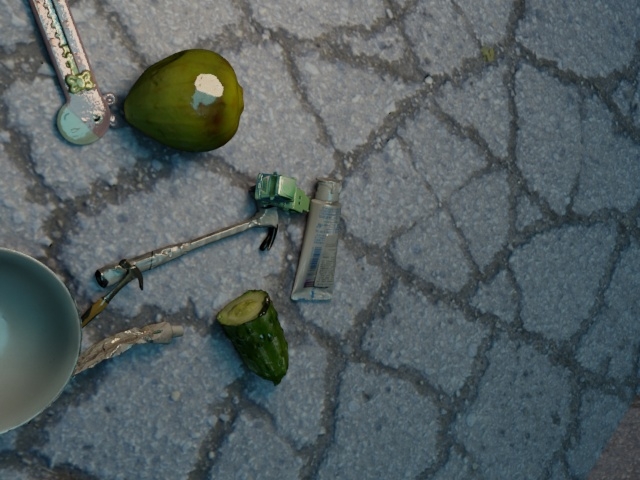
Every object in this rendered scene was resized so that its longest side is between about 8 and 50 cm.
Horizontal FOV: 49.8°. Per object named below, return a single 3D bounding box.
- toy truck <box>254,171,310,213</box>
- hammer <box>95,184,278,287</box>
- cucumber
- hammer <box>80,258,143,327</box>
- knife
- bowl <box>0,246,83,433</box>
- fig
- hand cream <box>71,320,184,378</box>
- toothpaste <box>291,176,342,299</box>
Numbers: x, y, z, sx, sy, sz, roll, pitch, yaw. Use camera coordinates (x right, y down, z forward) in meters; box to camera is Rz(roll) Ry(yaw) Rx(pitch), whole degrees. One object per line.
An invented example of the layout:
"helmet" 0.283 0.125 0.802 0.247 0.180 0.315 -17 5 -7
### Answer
"toy truck" -0.068 -0.102 1.556 0.175 0.081 0.067 21 73 -55
"hammer" -0.282 0.001 1.502 0.427 0.044 0.152 -19 107 -26
"cucumber" -0.134 0.241 1.578 0.134 0.134 0.244 -33 121 -22
"hammer" -0.444 0.129 1.411 0.201 0.021 0.078 -45 129 -4
"knife" -0.497 -0.384 1.326 0.132 0.038 0.398 -25 108 -28
"bowl" -0.626 0.170 1.254 0.346 0.157 0.345 -5 99 -30
"fig" -0.266 -0.280 1.378 0.230 0.207 0.207 -2 97 -31
"hand cream" -0.405 0.221 1.439 0.257 0.084 0.050 -16 112 -32
"toothpaste" 0.000 0.000 1.654 0.114 0.073 0.299 2 103 -31
